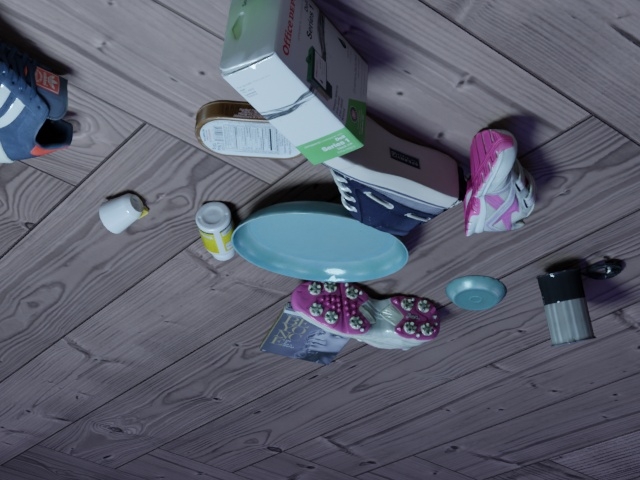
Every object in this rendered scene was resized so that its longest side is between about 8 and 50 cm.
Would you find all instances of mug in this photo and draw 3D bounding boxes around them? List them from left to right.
[{"bbox_3d":[-0.348,-0.056,1.907,0.064,0.078,0.062,-27,104,28],"label":"mug"}]

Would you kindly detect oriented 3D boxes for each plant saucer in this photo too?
[{"bbox_3d":[0.000,0.000,1.904,0.317,0.044,0.317,5,158,2],"label":"plant saucer"},{"bbox_3d":[0.304,0.108,2.086,0.119,0.021,0.119,4,148,2],"label":"plant saucer"}]

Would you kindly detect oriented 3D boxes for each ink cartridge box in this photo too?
[{"bbox_3d":[-0.030,-0.235,1.468,0.092,0.160,0.219,-17,142,29],"label":"ink cartridge box"}]

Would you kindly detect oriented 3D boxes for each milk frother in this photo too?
[{"bbox_3d":[0.488,0.115,1.963,0.143,0.135,0.129,-15,173,34],"label":"milk frother"}]

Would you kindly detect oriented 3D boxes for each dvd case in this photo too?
[{"bbox_3d":[-0.025,0.204,2.291,0.164,0.018,0.221,14,147,-13],"label":"dvd case"}]

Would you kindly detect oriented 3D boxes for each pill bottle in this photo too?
[{"bbox_3d":[-0.185,-0.013,1.928,0.065,0.065,0.116,1,147,7],"label":"pill bottle"}]

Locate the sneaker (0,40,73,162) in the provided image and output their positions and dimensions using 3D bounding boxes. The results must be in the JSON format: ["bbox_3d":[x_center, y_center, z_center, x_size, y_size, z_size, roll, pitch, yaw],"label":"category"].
[{"bbox_3d":[-0.456,-0.243,1.569,0.148,0.131,0.350,-4,153,2],"label":"sneaker"}]

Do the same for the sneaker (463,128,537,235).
[{"bbox_3d":[0.295,-0.095,1.710,0.111,0.103,0.252,0,154,1],"label":"sneaker"}]

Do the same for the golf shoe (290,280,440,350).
[{"bbox_3d":[0.079,0.163,2.127,0.306,0.115,0.140,15,150,-12],"label":"golf shoe"}]

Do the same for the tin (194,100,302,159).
[{"bbox_3d":[-0.106,-0.173,1.696,0.189,0.040,0.106,4,152,2],"label":"tin"}]

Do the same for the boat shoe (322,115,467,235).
[{"bbox_3d":[0.058,-0.104,1.690,0.340,0.127,0.158,24,139,-26],"label":"boat shoe"}]
